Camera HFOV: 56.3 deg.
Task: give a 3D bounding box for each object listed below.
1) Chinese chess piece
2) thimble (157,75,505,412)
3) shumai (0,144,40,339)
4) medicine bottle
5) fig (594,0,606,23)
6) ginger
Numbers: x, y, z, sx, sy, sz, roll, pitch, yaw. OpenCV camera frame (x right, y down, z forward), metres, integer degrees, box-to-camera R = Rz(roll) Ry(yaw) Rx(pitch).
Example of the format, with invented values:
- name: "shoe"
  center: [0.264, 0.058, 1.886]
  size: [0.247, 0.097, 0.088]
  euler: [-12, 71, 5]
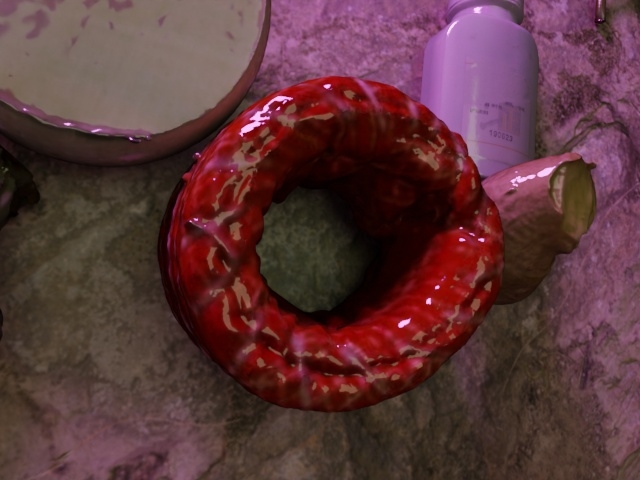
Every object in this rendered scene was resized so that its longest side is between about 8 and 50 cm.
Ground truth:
- name: "Chinese chess piece"
  center: [-0.227, -0.251, 0.625]
  size: [0.349, 0.146, 0.350]
  euler: [0, 89, -19]
- name: "thimble"
  center: [0.000, 0.000, 0.655]
  size: [0.350, 0.230, 0.351]
  euler: [2, 84, -22]
- name: "shumai"
  center: [-0.392, 0.014, 0.559]
  size: [0.260, 0.222, 0.225]
  euler: [-21, 121, 7]
- name: "medicine bottle"
  center: [0.221, -0.212, 0.833]
  size: [0.161, 0.111, 0.297]
  euler: [8, 82, -21]
- name: "fig"
  center: [0.523, -0.468, 0.997]
  size: [0.149, 0.149, 0.245]
  euler: [43, 90, -11]
- name: "ginger"
  center: [0.238, -0.006, 0.742]
  size: [0.152, 0.267, 0.138]
  euler: [12, 61, -6]
